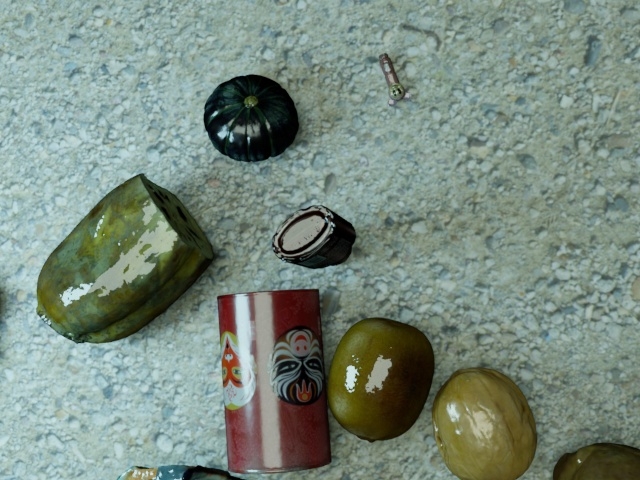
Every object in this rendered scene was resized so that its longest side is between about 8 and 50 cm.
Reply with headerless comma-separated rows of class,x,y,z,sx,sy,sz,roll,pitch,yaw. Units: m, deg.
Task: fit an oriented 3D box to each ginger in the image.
ginger,0.528,0.464,1.681,0.200,0.269,0.223,17,73,-4

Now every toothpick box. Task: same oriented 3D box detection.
toothpick box,-0.089,0.266,1.845,0.204,0.204,0.333,-4,85,10

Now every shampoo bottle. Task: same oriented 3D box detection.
shampoo bottle,0.000,0.000,1.786,0.129,0.323,0.084,-38,80,7

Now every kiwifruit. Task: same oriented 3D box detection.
kiwifruit,0.112,0.265,1.814,0.196,0.196,0.234,11,90,11

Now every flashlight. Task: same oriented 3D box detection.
flashlight,0.143,-0.326,1.933,0.052,0.031,0.110,-21,82,9

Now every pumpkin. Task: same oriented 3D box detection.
pumpkin,-0.138,-0.245,1.920,0.194,0.150,0.194,0,86,-1

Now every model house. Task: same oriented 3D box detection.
model house,-0.303,0.528,1.862,0.291,0.253,0.184,-2,71,30

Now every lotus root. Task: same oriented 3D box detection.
lotus root,-0.398,0.057,1.900,0.346,0.250,0.250,-42,80,2

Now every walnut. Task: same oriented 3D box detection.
walnut,0.299,0.341,1.769,0.195,0.195,0.221,-23,86,8
